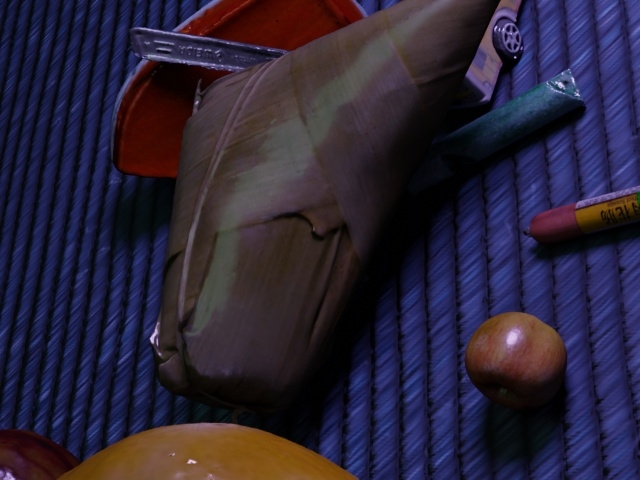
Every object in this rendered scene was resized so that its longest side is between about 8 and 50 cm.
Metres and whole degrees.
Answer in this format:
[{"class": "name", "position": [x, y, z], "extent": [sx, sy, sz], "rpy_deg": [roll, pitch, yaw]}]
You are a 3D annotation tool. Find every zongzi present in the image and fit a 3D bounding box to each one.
[{"class": "zongzi", "position": [0.000, 0.000, 1.263], "extent": [0.418, 0.181, 0.447], "rpy_deg": [-28, 45, 43]}]

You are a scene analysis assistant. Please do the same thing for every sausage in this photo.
[{"class": "sausage", "position": [0.261, -0.030, 1.190], "extent": [0.223, 0.029, 0.029], "rpy_deg": [-15, 51, 37]}]

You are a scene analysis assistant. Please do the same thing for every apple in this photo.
[{"class": "apple", "position": [0.156, 0.094, 1.160], "extent": [0.084, 0.084, 0.071], "rpy_deg": [6, 57, 47]}]

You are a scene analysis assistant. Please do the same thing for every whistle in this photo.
[{"class": "whistle", "position": [0.156, -0.097, 1.340], "extent": [0.186, 0.039, 0.039], "rpy_deg": [-29, 44, 25]}]

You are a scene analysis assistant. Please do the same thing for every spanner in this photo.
[{"class": "spanner", "position": [-0.041, -0.183, 1.478], "extent": [0.325, 0.026, 0.093], "rpy_deg": [10, 107, 11]}]

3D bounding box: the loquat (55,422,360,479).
[{"class": "loquat", "position": [-0.078, 0.289, 1.084], "extent": [0.328, 0.328, 0.359], "rpy_deg": [-41, 0, 14]}]

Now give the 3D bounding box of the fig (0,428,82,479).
[{"class": "fig", "position": [-0.314, 0.296, 1.383], "extent": [0.235, 0.214, 0.235], "rpy_deg": [-57, 16, 25]}]

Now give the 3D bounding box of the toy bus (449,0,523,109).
[{"class": "toy bus", "position": [0.150, -0.260, 1.414], "extent": [0.092, 0.106, 0.268], "rpy_deg": [-3, 60, 45]}]

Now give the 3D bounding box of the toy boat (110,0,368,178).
[{"class": "toy boat", "position": [-0.106, -0.182, 1.588], "extent": [0.332, 0.145, 0.133], "rpy_deg": [-36, 18, 16]}]
